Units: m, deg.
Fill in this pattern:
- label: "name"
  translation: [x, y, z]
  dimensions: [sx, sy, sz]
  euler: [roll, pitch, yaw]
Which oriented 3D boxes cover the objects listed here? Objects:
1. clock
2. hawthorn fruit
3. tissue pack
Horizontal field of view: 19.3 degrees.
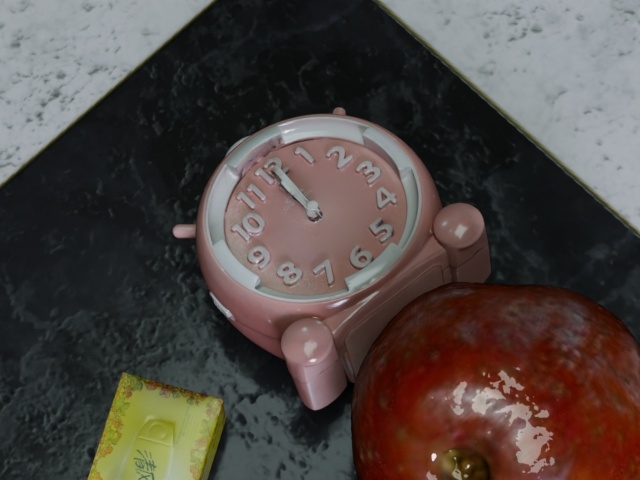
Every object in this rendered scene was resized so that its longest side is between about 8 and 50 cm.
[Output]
- label: "clock"
  translation: [0.000, 0.000, 1.695]
  dimensions: [0.227, 0.142, 0.241]
  euler: [-38, 64, -13]
- label: "hawthorn fruit"
  translation: [0.153, 0.166, 1.563]
  dimensions: [0.284, 0.284, 0.284]
  euler: [0, 69, 1]
- label: "tissue pack"
  translation: [-0.152, 0.214, 1.645]
  dimensions: [0.095, 0.062, 0.176]
  euler: [15, 71, 6]
